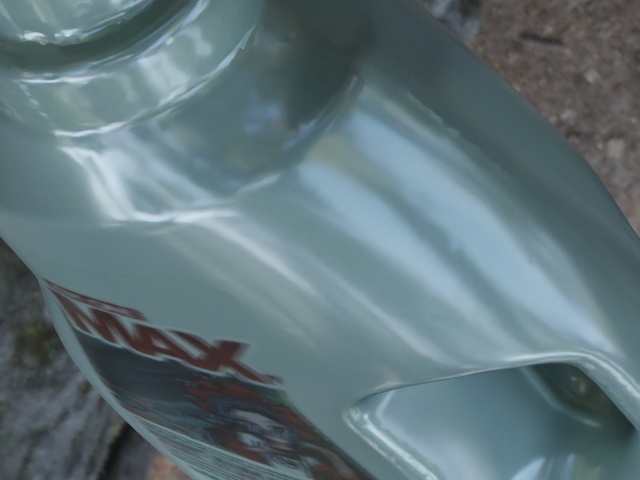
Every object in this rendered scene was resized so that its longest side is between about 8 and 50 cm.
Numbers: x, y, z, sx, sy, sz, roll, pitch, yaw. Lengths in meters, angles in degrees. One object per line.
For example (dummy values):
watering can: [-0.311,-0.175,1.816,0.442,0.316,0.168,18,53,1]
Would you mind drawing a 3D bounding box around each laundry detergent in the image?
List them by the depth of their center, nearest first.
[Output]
laundry detergent: [0.000,0.000,0.489,0.125,0.264,0.398,-67,154,-21]
